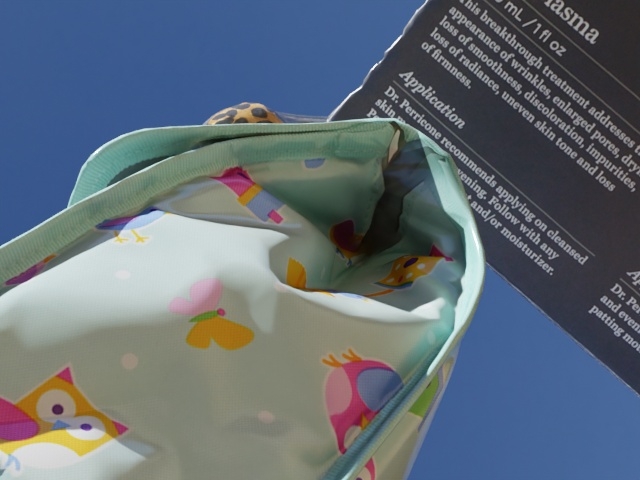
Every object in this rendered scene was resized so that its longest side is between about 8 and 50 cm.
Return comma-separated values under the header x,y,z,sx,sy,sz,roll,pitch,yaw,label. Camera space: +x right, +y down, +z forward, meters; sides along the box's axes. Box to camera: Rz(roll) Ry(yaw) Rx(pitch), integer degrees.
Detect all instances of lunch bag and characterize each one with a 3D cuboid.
x,y,z,sx,sy,sz,roll,pitch,yaw,label
-0.051,0.087,0.459,0.262,0.160,0.223,-47,-19,-49,lunch bag

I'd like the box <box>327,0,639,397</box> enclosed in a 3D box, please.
x,y,z,sx,sy,sz,roll,pitch,yaw,label
0.243,-0.084,0.683,0.343,0.312,0.179,42,-156,4,box

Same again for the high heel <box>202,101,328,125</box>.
x,y,z,sx,sy,sz,roll,pitch,yaw,label
0.000,0.000,1.036,0.186,0.093,0.261,-2,-123,-43,high heel
